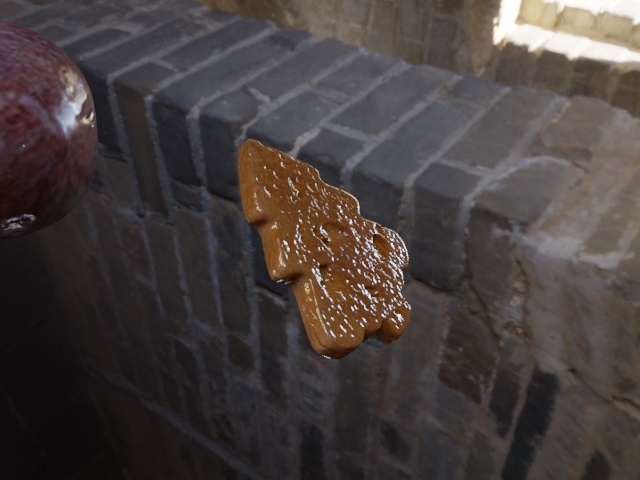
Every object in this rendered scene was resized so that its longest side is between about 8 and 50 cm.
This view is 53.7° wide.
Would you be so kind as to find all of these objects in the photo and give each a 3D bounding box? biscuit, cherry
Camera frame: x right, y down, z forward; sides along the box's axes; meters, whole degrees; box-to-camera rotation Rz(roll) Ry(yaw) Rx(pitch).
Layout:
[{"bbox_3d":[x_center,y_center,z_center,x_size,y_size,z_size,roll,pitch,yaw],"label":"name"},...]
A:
[{"bbox_3d":[0.000,0.000,0.791,0.043,0.306,0.284,-39,-178,33],"label":"biscuit"},{"bbox_3d":[-0.348,-0.113,0.682,0.300,0.203,0.230,-106,-156,-58],"label":"cherry"}]
